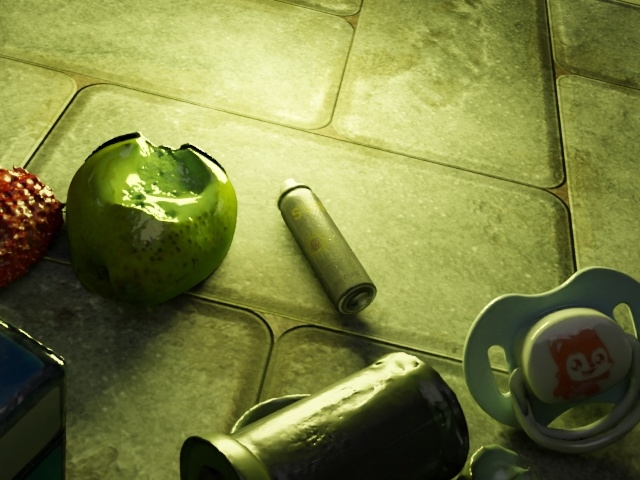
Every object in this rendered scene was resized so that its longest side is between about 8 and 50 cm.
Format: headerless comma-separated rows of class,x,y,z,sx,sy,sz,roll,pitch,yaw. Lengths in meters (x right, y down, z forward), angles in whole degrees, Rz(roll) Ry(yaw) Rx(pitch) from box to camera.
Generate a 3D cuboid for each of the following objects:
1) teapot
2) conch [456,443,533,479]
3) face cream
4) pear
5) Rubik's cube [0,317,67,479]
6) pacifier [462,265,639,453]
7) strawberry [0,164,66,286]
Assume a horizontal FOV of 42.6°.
teapot,0.004,0.263,1.030,0.337,0.201,0.270,-19,21,-33
conch,0.211,0.346,1.045,0.116,0.106,0.173,37,47,-16
face cream,0.000,0.000,1.373,0.073,0.073,0.284,-11,48,-25
pear,-0.275,-0.026,1.270,0.292,0.159,0.292,7,46,-8
Rubik's cube,-0.483,0.235,0.793,0.362,0.363,0.359,25,46,14
pacifier,0.353,0.162,1.241,0.299,0.244,0.233,-17,15,0
strawberry,-0.500,-0.026,1.248,0.174,0.098,0.228,17,42,5
